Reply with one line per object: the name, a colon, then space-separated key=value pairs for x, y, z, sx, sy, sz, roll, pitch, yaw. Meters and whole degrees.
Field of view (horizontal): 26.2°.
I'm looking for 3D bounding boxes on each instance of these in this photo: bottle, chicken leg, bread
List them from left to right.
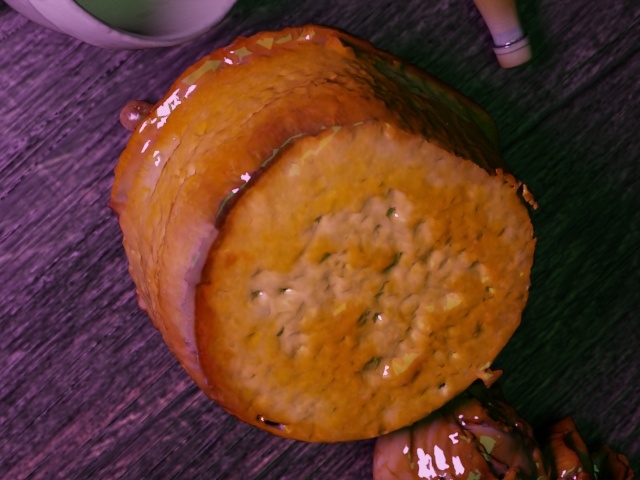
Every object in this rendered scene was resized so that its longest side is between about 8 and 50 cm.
bread: x=0.000 y=0.000 z=1.286 sx=0.398 sy=0.215 sz=0.398 roll=-8 pitch=118 yaw=-16
bottle: x=0.155 y=-0.299 z=1.358 sx=0.083 sy=0.083 sz=0.269 roll=-25 pitch=109 yaw=-6
chicken leg: x=0.205 y=0.320 z=1.439 sx=0.295 sy=0.182 sz=0.409 roll=-16 pitch=108 yaw=-24

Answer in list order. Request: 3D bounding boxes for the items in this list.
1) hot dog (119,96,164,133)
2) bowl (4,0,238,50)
hot dog: x=-0.124 y=-0.104 z=1.350 sx=0.140 sy=0.060 sz=0.089 roll=-1 pitch=98 yaw=-20
bowl: x=-0.206 y=-0.316 z=1.211 sx=0.307 sy=0.163 sz=0.307 roll=3 pitch=86 yaw=-52
